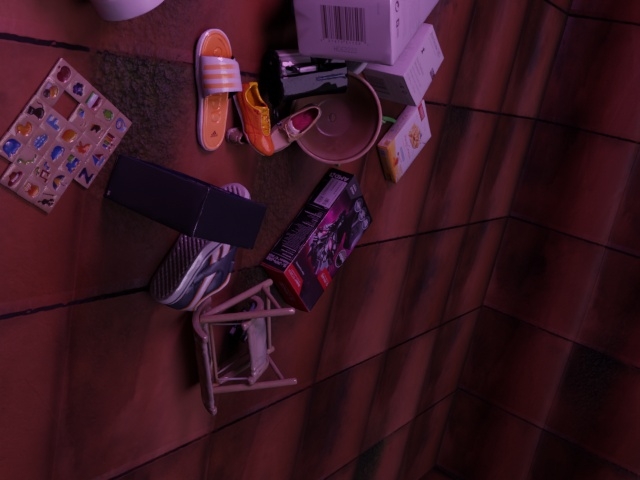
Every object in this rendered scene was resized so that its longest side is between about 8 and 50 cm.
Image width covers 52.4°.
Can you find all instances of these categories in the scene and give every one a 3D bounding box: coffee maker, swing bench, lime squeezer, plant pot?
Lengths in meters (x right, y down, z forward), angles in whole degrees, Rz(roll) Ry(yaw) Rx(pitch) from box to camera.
[{"bbox_3d":[-0.034,-0.381,1.552,0.178,0.120,0.171,-12,138,-21],"label":"coffee maker"},{"bbox_3d":[-0.208,0.269,1.674,0.254,0.165,0.253,-15,125,-24],"label":"swing bench"},{"bbox_3d":[0.154,-0.335,1.957,0.310,0.059,0.110,-41,139,-37],"label":"lime squeezer"},{"bbox_3d":[0.035,-0.320,1.694,0.110,0.237,0.237,-121,-133,-79],"label":"plant pot"}]

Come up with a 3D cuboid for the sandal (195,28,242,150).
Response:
[{"bbox_3d":[-0.211,-0.318,1.408,0.102,0.076,0.265,-26,129,-47],"label":"sandal"}]

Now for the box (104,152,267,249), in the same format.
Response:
[{"bbox_3d":[-0.268,-0.077,1.295,0.184,0.261,0.103,10,100,-58],"label":"box"}]

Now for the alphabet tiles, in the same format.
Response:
[{"bbox_3d":[-0.468,-0.174,1.179,0.237,0.009,0.198,-60,147,-12],"label":"alphabet tiles"}]

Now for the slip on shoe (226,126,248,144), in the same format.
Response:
[{"bbox_3d":[-0.164,-0.254,1.548,0.135,0.041,0.051,-21,125,-49],"label":"slip on shoe"}]

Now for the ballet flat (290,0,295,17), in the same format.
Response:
[{"bbox_3d":[-0.013,-0.617,1.530,0.067,0.073,0.206,-1,112,-65],"label":"ballet flat"}]

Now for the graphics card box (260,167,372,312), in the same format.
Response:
[{"bbox_3d":[0.000,0.000,1.896,0.371,0.094,0.233,-55,145,-21],"label":"graphics card box"}]

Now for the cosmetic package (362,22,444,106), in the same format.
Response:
[{"bbox_3d":[0.238,-0.515,1.880,0.184,0.151,0.151,-61,148,-11],"label":"cosmetic package"}]

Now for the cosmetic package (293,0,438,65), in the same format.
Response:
[{"bbox_3d":[0.134,-0.588,1.518,0.161,0.230,0.453,83,29,-41],"label":"cosmetic package"}]

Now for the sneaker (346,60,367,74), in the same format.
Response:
[{"bbox_3d":[0.152,-0.566,1.773,0.297,0.111,0.129,-60,153,-10],"label":"sneaker"}]

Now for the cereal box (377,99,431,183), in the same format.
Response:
[{"bbox_3d":[0.280,-0.330,2.152,0.240,0.047,0.173,-53,145,-22],"label":"cereal box"}]

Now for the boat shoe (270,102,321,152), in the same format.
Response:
[{"bbox_3d":[-0.069,-0.280,1.605,0.170,0.059,0.063,-41,102,1],"label":"boat shoe"}]

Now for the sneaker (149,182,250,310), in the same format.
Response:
[{"bbox_3d":[-0.255,0.020,1.505,0.321,0.126,0.127,-53,142,-3],"label":"sneaker"}]

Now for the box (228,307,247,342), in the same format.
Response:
[{"bbox_3d":[-0.211,0.234,1.794,0.083,0.018,0.067,-59,146,-13],"label":"box"}]

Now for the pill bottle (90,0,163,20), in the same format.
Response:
[{"bbox_3d":[-0.351,-0.503,1.013,0.160,0.160,0.283,-50,144,-26],"label":"pill bottle"}]

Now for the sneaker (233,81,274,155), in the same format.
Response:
[{"bbox_3d":[-0.145,-0.275,1.489,0.064,0.067,0.175,-41,117,-43],"label":"sneaker"}]
